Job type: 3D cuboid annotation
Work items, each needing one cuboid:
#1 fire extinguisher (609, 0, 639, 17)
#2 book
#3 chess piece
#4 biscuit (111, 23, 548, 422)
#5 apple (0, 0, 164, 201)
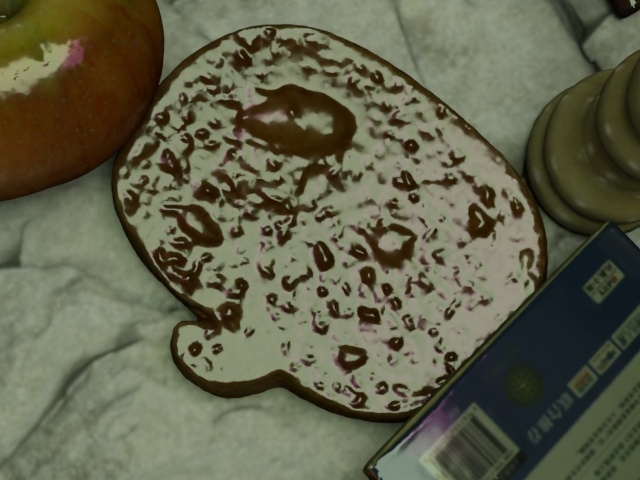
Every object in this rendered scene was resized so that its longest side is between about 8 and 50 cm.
[{"bbox_3d":[0.231,-0.275,1.245,0.049,0.035,0.173,-32,83,27],"label":"fire extinguisher"},{"bbox_3d":[0.278,0.231,1.081,0.300,0.039,0.428,-42,89,-20],"label":"book"},{"bbox_3d":[0.265,-0.090,1.094,0.143,0.261,0.142,2,81,-9],"label":"chess piece"},{"bbox_3d":[0.000,0.000,1.145,0.367,0.063,0.314,38,81,2],"label":"biscuit"},{"bbox_3d":[-0.236,-0.130,1.075,0.235,0.173,0.210,-7,51,-1],"label":"apple"}]
